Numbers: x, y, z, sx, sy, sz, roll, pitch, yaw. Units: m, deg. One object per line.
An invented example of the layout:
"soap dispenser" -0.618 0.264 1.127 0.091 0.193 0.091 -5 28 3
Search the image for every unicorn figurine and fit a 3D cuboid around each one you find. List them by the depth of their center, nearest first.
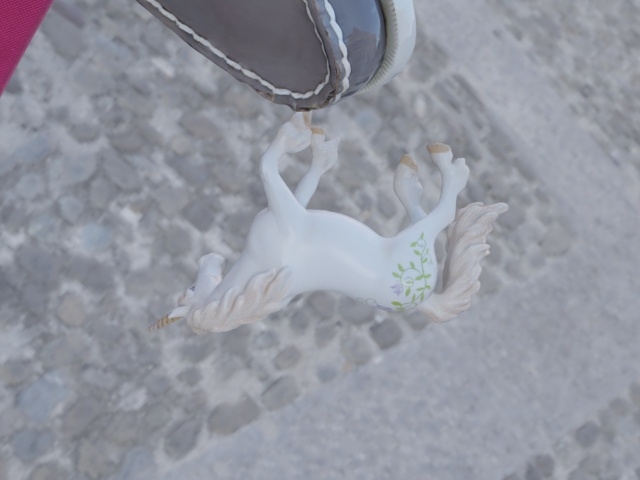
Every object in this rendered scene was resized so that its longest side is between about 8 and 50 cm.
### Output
"unicorn figurine" 0.000 0.000 0.631 0.162 0.060 0.111 11 77 12

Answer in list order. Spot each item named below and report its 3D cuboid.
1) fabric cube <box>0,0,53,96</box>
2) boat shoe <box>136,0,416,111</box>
"fabric cube" -0.275 -0.225 0.747 0.254 0.258 0.259 19 36 -28
"boat shoe" -0.096 -0.168 0.519 0.324 0.117 0.096 49 47 -7
